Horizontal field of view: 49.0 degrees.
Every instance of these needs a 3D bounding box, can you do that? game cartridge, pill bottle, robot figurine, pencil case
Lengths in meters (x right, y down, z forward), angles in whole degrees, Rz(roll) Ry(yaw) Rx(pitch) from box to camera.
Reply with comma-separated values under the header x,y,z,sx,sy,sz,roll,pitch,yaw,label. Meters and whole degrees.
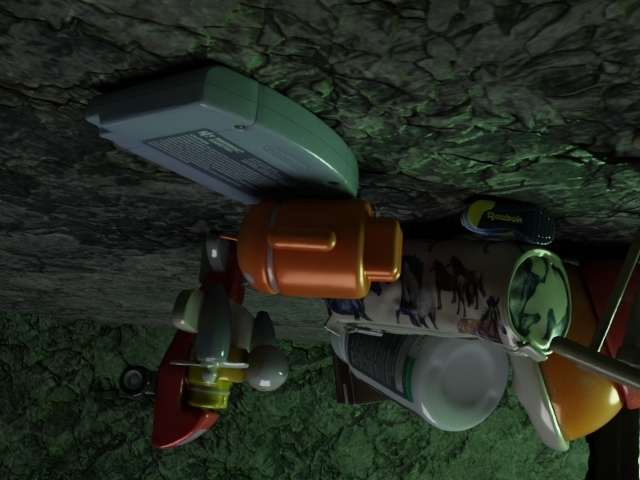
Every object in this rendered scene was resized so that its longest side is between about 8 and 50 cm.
x,y,z,sx,sy,sz,roll,pitch,yaw,label
-0.089,-0.108,0.809,0.198,0.062,0.297,-9,161,31,game cartridge
0.173,0.212,1.362,0.204,0.204,0.361,13,-178,-28,pill bottle
-0.009,0.010,0.884,0.220,0.128,0.158,2,-151,11,robot figurine
0.188,0.089,1.122,0.160,0.183,0.411,28,162,-38,pencil case

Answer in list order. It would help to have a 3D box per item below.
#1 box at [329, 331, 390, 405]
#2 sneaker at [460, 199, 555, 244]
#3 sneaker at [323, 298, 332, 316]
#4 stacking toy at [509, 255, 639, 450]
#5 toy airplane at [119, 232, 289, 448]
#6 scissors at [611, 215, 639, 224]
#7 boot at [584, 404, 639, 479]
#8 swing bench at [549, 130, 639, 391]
x,y,z,sx,sy,sz,roll,pitch,yaw,label
0.225,0.268,1.645,0.382,0.191,0.143,-3,169,-17,box
0.268,-0.027,1.008,0.144,0.053,0.059,14,170,-13,sneaker
0.033,0.157,1.719,0.083,0.098,0.223,5,166,1,sneaker
0.559,0.143,1.180,0.480,0.350,0.351,-16,159,18,stacking toy
-0.172,0.181,1.347,0.273,0.384,0.386,24,-145,17,toy airplane
0.565,-0.019,0.999,0.297,0.021,0.109,12,167,-20,scissors
0.640,0.325,1.449,0.146,0.444,0.367,-5,163,35,boot
0.415,0.055,0.719,0.255,0.253,0.165,22,177,34,swing bench
